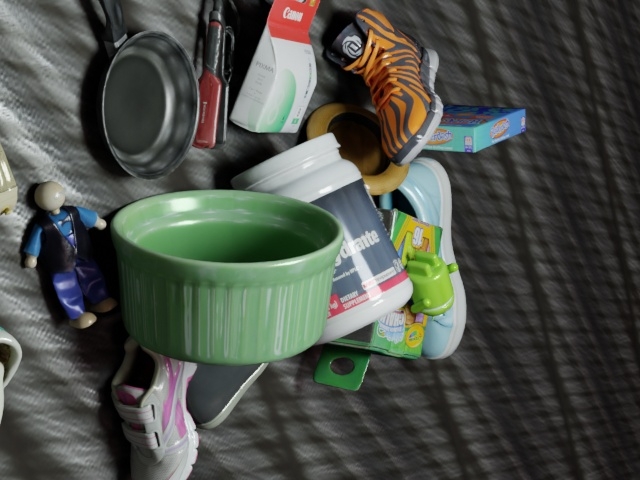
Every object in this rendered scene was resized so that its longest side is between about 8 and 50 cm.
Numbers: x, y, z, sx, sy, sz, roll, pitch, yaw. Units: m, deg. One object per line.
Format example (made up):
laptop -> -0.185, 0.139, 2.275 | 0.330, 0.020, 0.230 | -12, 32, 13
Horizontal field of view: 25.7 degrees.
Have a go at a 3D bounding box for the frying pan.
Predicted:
frying pan -> -0.258, -0.209, 1.805 | 0.326, 0.053, 0.197 | 47, 57, -49

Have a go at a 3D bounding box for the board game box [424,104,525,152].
board game box -> 0.252, -0.203, 2.522 | 0.210, 0.160, 0.047 | -25, 117, -54

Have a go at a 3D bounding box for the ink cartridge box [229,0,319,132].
ink cartridge box -> -0.042, -0.266, 2.040 | 0.224, 0.056, 0.181 | -66, 165, 11

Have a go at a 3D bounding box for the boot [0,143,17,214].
boot -> -0.422, 0.005, 1.549 | 0.203, 0.095, 0.262 | -26, 113, -55

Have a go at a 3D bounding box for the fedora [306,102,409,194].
fedora -> 0.049, -0.133, 2.257 | 0.194, 0.194, 0.079 | -43, 171, -46

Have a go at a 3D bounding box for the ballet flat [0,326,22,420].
ballet flat -> -0.441, 0.259, 1.531 | 0.139, 0.139, 0.400 | 46, 58, -51

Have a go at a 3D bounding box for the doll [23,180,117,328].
doll -> -0.314, 0.010, 1.763 | 0.129, 0.046, 0.189 | -38, 121, -37

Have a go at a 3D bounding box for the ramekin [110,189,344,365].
ramekin -> -0.124, 0.047, 1.849 | 0.303, 0.303, 0.148 | -25, 124, -54

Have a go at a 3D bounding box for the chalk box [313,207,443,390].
chalk box -> 0.061, 0.095, 2.259 | 0.179, 0.180, 0.289 | 18, 82, -58

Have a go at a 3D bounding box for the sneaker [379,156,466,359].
sneaker -> 0.154, 0.044, 2.462 | 0.150, 0.135, 0.366 | -19, 103, -47

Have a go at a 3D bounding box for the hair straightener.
hair straightener -> -0.148, -0.243, 1.996 | 0.089, 0.047, 0.230 | -1, 91, -71

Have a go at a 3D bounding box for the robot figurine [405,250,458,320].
robot figurine -> 0.171, 0.070, 2.196 | 0.101, 0.067, 0.115 | -52, 137, -36

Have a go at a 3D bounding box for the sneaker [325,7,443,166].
sneaker -> 0.090, -0.249, 2.222 | 0.180, 0.124, 0.321 | 34, 28, -20

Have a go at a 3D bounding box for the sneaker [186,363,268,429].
sneaker -> -0.139, 0.155, 2.039 | 0.222, 0.083, 0.118 | -60, 141, -30

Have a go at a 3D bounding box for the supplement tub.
supplement tub -> 0.000, 0.000, 2.053 | 0.191, 0.191, 0.272 | -27, 91, -53

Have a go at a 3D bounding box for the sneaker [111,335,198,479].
sneaker -> -0.235, 0.227, 1.897 | 0.111, 0.103, 0.252 | 4, 86, -54

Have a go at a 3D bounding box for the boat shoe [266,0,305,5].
boat shoe -> -0.050, -0.509, 2.040 | 0.119, 0.121, 0.335 | -50, 147, -51
